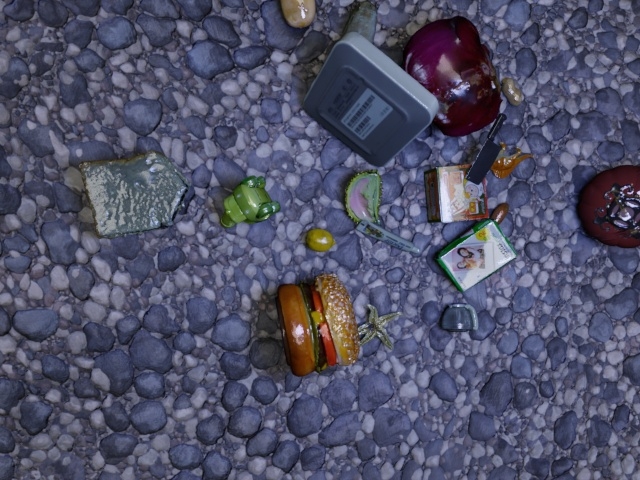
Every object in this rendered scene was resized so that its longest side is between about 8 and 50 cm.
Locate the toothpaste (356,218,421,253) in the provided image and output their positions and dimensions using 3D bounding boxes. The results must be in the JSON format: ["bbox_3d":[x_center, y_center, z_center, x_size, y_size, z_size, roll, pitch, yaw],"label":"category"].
[{"bbox_3d":[0.251,-0.009,1.674,0.255,0.067,0.037,25,51,-13],"label":"toothpaste"}]

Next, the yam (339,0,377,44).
[{"bbox_3d":[0.118,-0.675,1.614,0.133,0.133,0.330,17,85,-7],"label":"yam"}]

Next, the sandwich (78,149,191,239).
[{"bbox_3d":[-0.596,-0.155,1.535,0.325,0.131,0.262,-12,91,-7],"label":"sandwich"}]

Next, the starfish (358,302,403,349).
[{"bbox_3d":[0.202,0.320,1.680,0.223,0.050,0.217,-30,101,6],"label":"starfish"}]

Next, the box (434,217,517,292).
[{"bbox_3d":[0.555,0.050,1.669,0.250,0.103,0.180,-36,95,8],"label":"box"}]

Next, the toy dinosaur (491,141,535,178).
[{"bbox_3d":[0.689,-0.284,1.721,0.212,0.057,0.142,18,101,-6],"label":"toy dinosaur"}]

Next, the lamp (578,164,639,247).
[{"bbox_3d":[1.100,-0.121,1.666,0.303,0.257,0.303,9,109,28],"label":"lamp"}]

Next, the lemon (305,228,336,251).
[{"bbox_3d":[0.000,0.000,1.634,0.111,0.082,0.082,14,90,-7],"label":"lemon"}]

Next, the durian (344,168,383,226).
[{"bbox_3d":[0.156,-0.154,1.641,0.137,0.095,0.220,1,115,13],"label":"durian"}]

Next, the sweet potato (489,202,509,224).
[{"bbox_3d":[0.639,-0.049,1.726,0.050,0.050,0.214,29,92,-6],"label":"sweet potato"}]

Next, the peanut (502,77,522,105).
[{"bbox_3d":[0.711,-0.553,1.719,0.054,0.054,0.113,-31,94,-5],"label":"peanut"}]

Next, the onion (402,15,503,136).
[{"bbox_3d":[0.378,-0.513,1.573,0.420,0.398,0.398,-19,95,38],"label":"onion"}]

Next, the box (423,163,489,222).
[{"bbox_3d":[0.483,-0.166,1.652,0.177,0.148,0.195,-5,92,-8],"label":"box"}]

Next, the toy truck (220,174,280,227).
[{"bbox_3d":[-0.250,-0.116,1.547,0.210,0.187,0.148,-28,89,-5],"label":"toy truck"}]

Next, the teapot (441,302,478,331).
[{"bbox_3d":[0.517,0.279,1.688,0.149,0.111,0.108,2,77,-1],"label":"teapot"}]

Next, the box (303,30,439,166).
[{"bbox_3d":[0.144,-0.434,1.501,0.373,0.367,0.090,36,62,-6],"label":"box"}]

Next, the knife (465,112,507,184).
[{"bbox_3d":[0.572,-0.306,1.561,0.072,0.019,0.245,23,100,-19],"label":"knife"}]

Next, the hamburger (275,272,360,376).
[{"bbox_3d":[-0.008,0.274,1.520,0.250,0.330,0.330,-10,92,-9],"label":"hamburger"}]

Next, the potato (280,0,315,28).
[{"bbox_3d":[-0.078,-0.821,1.591,0.118,0.109,0.178,-16,99,-28],"label":"potato"}]
